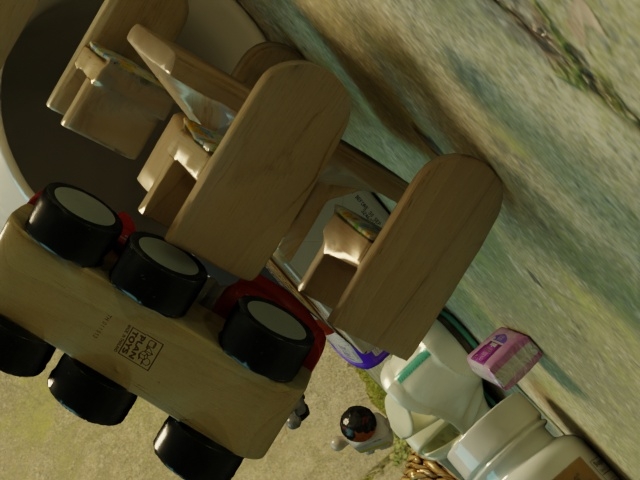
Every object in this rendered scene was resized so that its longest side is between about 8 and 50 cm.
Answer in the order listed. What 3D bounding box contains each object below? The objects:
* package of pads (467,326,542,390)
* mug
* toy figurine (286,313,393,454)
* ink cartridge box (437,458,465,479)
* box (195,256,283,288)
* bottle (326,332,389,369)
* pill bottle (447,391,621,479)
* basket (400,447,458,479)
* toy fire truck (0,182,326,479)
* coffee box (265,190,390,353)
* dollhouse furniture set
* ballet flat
[{"bbox_3d":[0.169,0.108,1.458,0.032,0.050,0.083,50,175,-9],"label":"package of pads"},{"bbox_3d":[-0.217,-0.140,1.525,0.276,0.374,0.328,7,168,-24],"label":"mug"},{"bbox_3d":[0.032,0.172,2.133,0.213,0.209,0.148,24,169,20],"label":"toy figurine"},{"bbox_3d":[0.226,0.316,2.042,0.145,0.045,0.179,40,-154,24],"label":"ink cartridge box"},{"bbox_3d":[-0.169,-0.099,2.134,0.312,0.179,0.343,44,173,39],"label":"box"},{"bbox_3d":[0.021,0.084,2.354,0.118,0.092,0.283,40,171,40],"label":"bottle"},{"bbox_3d":[0.241,0.270,1.593,0.229,0.131,0.131,48,175,16],"label":"pill bottle"},{"bbox_3d":[0.264,0.375,2.441,0.213,0.223,0.299,10,158,22],"label":"basket"},{"bbox_3d":[-0.113,0.053,1.101,0.217,0.158,0.246,30,-163,-1],"label":"toy fire truck"},{"bbox_3d":[0.000,0.000,1.726,0.168,0.119,0.297,50,175,-15],"label":"coffee box"},{"bbox_3d":[-0.085,-0.157,1.127,0.394,0.256,0.362,28,-173,-28],"label":"dollhouse furniture set"},{"bbox_3d":[0.142,0.196,1.918,0.139,0.139,0.400,47,175,23],"label":"ballet flat"}]
